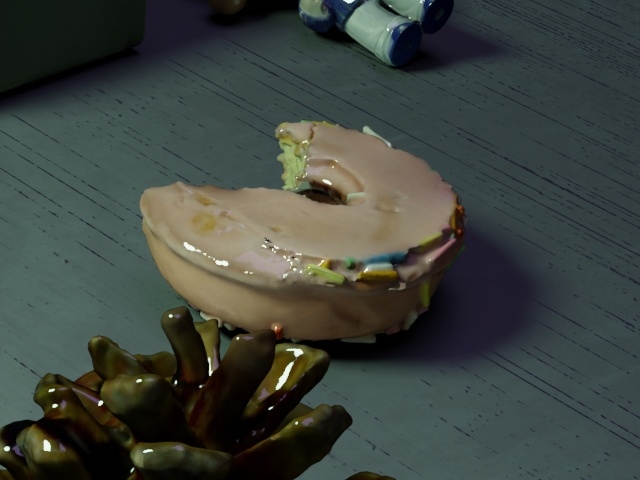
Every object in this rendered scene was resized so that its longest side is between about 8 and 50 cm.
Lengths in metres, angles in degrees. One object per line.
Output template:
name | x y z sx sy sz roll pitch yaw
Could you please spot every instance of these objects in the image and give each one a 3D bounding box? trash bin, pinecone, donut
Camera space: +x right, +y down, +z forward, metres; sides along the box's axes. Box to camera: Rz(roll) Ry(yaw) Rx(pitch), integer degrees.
trash bin | -0.264 -0.213 1.581 0.122 0.164 0.240 26 37 29
pinecone | -0.077 0.179 0.855 0.244 0.309 0.244 26 9 -5
donut | 0.000 0.000 1.350 0.199 0.085 0.233 27 34 30

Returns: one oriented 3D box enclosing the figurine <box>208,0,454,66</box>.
figurine | 0.004 -0.268 1.773 0.274 0.133 0.194 16 73 19
